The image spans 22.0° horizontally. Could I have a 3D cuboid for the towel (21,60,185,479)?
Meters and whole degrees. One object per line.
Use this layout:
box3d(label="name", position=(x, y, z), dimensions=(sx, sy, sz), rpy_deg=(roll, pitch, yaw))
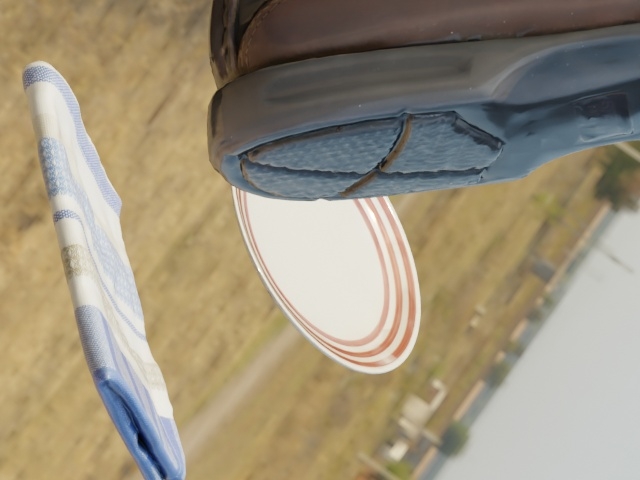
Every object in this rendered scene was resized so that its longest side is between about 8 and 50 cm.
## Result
box3d(label="towel", position=(-0.160, 0.026, 1.223), dimensions=(0.034, 0.285, 0.209), rpy_deg=(-17, 147, -1))

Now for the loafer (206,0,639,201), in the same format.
box3d(label="loafer", position=(0.111, -0.080, 0.512), dimensions=(0.109, 0.302, 0.095), rpy_deg=(68, 15, -72))

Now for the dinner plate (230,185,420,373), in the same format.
box3d(label="dinner plate", position=(0.000, 0.000, 0.790), dimensions=(0.017, 0.141, 0.141), rpy_deg=(-26, -171, 31))
